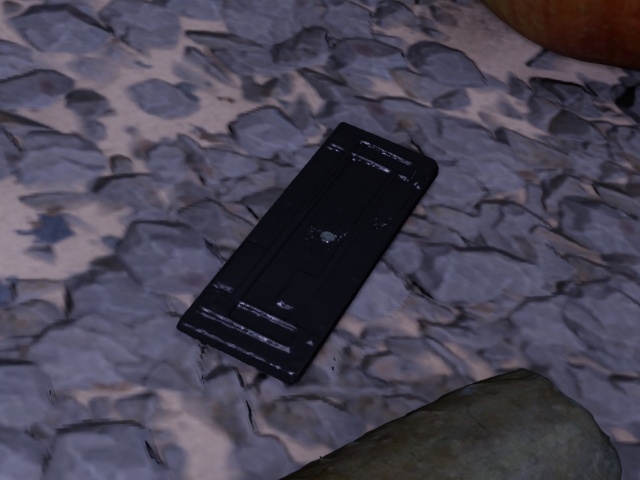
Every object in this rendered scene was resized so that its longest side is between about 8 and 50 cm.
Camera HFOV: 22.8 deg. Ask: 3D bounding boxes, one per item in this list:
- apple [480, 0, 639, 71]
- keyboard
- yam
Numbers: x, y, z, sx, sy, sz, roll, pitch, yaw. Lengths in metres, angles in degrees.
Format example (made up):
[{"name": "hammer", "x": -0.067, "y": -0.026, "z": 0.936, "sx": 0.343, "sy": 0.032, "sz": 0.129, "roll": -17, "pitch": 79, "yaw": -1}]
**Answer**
[{"name": "apple", "x": 0.210, "y": -0.255, "z": 0.982, "sx": 0.301, "sy": 0.301, "sz": 0.301, "roll": 12, "pitch": 37, "yaw": -9}, {"name": "keyboard", "x": 0.000, "y": 0.000, "z": 0.777, "sx": 0.061, "sy": 0.013, "sz": 0.204, "roll": 25, "pitch": 37, "yaw": 9}, {"name": "yam", "x": 0.008, "y": 0.121, "z": 0.562, "sx": 0.259, "sy": 0.093, "sz": 0.093, "roll": -21, "pitch": 52, "yaw": -40}]
